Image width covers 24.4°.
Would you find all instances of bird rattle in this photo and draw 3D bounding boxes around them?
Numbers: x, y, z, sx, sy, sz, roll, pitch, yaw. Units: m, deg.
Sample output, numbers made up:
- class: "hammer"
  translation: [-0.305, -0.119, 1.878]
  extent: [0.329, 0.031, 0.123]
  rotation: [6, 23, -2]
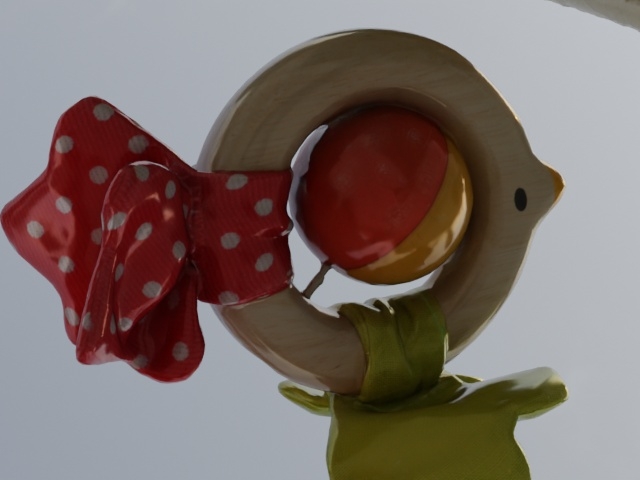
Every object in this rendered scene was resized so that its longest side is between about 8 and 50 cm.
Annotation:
- class: "bird rattle"
  translation: [0.000, 0.000, 0.665]
  extent: [0.253, 0.143, 0.207]
  rotation: [37, -98, -16]

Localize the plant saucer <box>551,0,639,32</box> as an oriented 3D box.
- class: "plant saucer"
  translation: [0.062, -0.261, 0.633]
  extent: [0.081, 0.333, 0.332]
  rotation: [-30, -76, 3]
